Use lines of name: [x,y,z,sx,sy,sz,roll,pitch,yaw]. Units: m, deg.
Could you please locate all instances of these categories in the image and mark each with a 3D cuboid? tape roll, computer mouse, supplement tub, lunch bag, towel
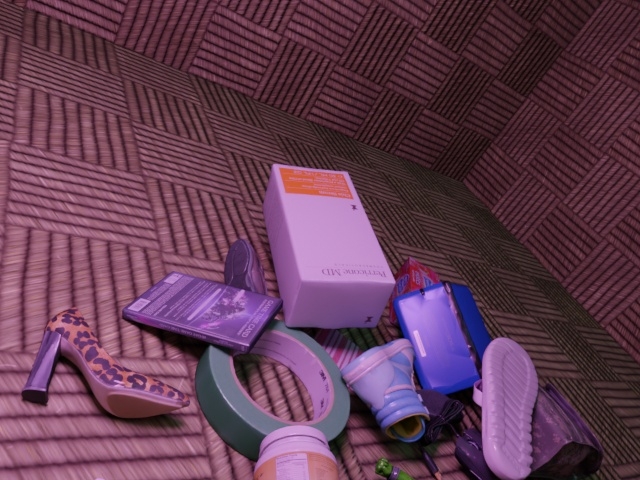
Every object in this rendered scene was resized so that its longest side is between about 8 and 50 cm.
tape roll: [-0.093,0.295,1.056,0.321,0.077,0.321,26,28,-15]
computer mouse: [0.337,0.503,1.166,0.184,0.060,0.262,-22,72,-36]
supplement tub: [-0.035,0.420,0.830,0.144,0.144,0.200,23,28,-21]
lunch bag: [0.618,0.510,1.407,0.287,0.169,0.235,25,23,-35]
towel: [0.062,0.300,1.284,0.197,0.029,0.144,38,27,2]

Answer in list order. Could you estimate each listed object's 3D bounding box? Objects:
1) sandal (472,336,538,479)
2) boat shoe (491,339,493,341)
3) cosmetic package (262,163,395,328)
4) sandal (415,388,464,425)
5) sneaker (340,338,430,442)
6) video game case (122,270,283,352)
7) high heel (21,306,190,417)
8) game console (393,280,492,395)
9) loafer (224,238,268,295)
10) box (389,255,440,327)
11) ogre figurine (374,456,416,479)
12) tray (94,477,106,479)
sandal: [0.435,0.394,1.265,0.169,0.102,0.416,41,38,-3]
boat shoe: [0.482,0.348,1.568,0.340,0.127,0.113,37,28,10]
cosmetic package: [0.000,0.000,1.312,0.229,0.162,0.453,3,40,-19]
sandal: [0.234,0.415,1.266,0.254,0.055,0.097,11,26,-22]
sneaker: [0.179,0.345,1.183,0.208,0.127,0.319,55,23,20]
video game case: [-0.239,0.142,1.085,0.274,0.026,0.196,14,23,11]
high heel: [-0.348,0.202,0.894,0.261,0.093,0.186,14,37,-17]
game console: [0.367,0.280,1.470,0.173,0.250,0.293,67,5,-67]
loafer: [-0.176,0.113,1.279,0.084,0.096,0.268,38,25,-41]
box: [0.305,0.180,1.651,0.128,0.123,0.257,31,26,-7]
ogre figurine: [0.157,0.512,0.953,0.118,0.097,0.197,17,17,-8]
tray: [-0.286,0.442,0.636,0.145,0.030,0.270,32,26,-6]
